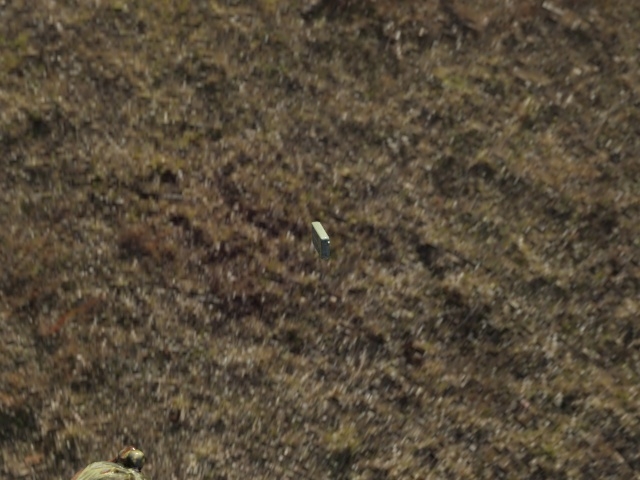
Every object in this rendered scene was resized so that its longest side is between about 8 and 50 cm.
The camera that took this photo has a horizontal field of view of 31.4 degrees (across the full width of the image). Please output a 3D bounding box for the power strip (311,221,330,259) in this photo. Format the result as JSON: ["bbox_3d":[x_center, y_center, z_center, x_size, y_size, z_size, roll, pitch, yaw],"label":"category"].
[{"bbox_3d":[0.000,0.000,1.929,0.016,0.040,0.090,-7,22,-10],"label":"power strip"}]

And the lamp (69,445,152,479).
[{"bbox_3d":[-0.277,0.398,1.538,0.151,0.215,0.223,7,94,-27],"label":"lamp"}]
